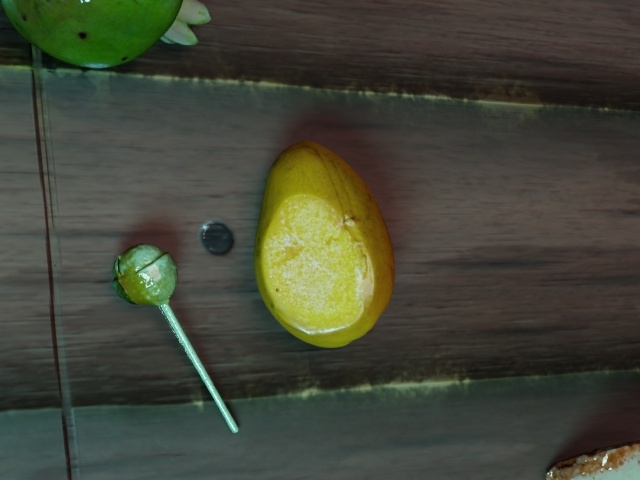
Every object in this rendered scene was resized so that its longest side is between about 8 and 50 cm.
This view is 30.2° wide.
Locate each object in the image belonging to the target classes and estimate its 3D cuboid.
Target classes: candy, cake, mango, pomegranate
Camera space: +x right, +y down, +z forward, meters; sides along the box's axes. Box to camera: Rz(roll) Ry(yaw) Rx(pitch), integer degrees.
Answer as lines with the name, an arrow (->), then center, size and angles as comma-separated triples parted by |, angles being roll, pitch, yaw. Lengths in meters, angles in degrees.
candy -> -0.129, 0.095, 1.115 | 0.061, 0.061, 0.203 | -33, 98, -33
cake -> 0.356, 0.306, 1.297 | 0.262, 0.159, 0.158 | 22, 56, -60
mango -> -0.001, 0.002, 1.185 | 0.141, 0.102, 0.217 | -10, 73, -7
pomegranate -> -0.195, -0.248, 1.135 | 0.225, 0.187, 0.187 | 14, 64, -51
